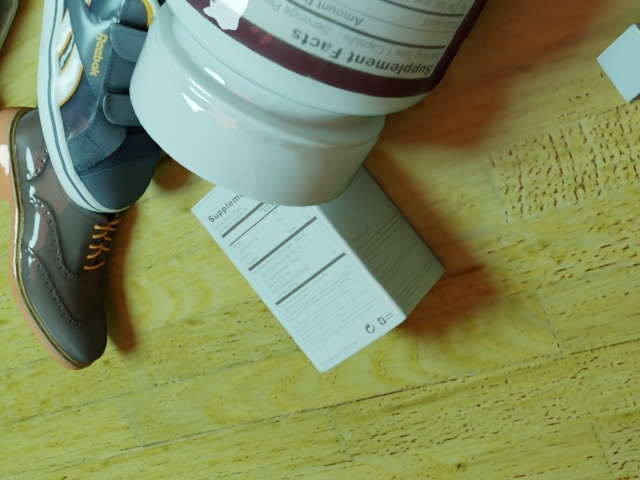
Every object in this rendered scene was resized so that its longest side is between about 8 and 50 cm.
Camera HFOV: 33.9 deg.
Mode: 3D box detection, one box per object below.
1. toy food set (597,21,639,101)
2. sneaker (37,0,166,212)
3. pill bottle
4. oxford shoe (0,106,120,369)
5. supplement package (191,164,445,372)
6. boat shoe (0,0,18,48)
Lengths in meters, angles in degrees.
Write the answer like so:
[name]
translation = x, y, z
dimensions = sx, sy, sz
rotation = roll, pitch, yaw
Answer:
[toy food set]
translation = 0.278, -0.131, 0.719
dimensions = 0.232, 0.104, 0.111
rotation = 59, 139, 15
[sneaker]
translation = -0.158, -0.167, 0.888
dimensions = 0.127, 0.126, 0.321
rotation = 14, 115, 28
[pill bottle]
translation = 0.025, -0.227, 0.710
dimensions = 0.224, 0.224, 0.392
rotation = 37, 123, 9
[oxford shoe]
translation = -0.243, 0.002, 1.026
dimensions = 0.098, 0.097, 0.272
rotation = -3, 110, 22
[supplement package]
translation = 0.000, 0.000, 0.892
dimensions = 0.105, 0.105, 0.179
rotation = -37, 91, 34
[boat shoe]
translation = -0.383, -0.140, 1.028
dimensions = 0.094, 0.109, 0.302
rotation = 32, 119, 9
